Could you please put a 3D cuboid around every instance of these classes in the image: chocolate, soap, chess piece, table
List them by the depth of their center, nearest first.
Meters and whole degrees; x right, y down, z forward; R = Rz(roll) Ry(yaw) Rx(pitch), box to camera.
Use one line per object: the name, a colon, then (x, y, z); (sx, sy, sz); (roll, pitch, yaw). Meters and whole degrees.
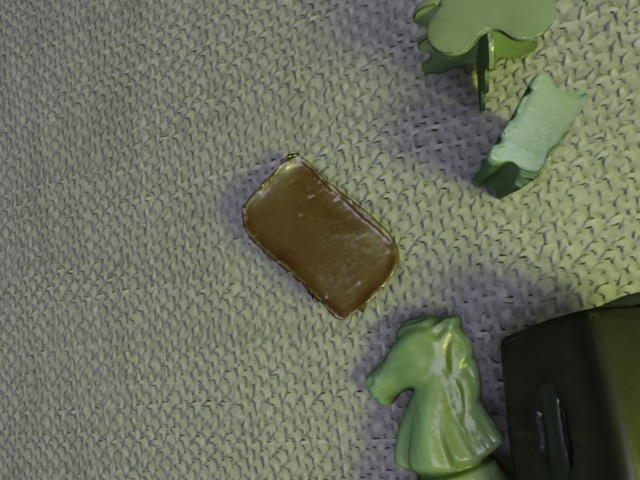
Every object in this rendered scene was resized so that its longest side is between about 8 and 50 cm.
soap: (0.257, -0.121, 0.562); (0.063, 0.198, 0.114); (31, 98, 12)
table: (0.213, -0.278, 0.579); (0.166, 0.198, 0.167); (-1, 88, 17)
chess piece: (0.167, 0.259, 0.617); (0.175, 0.176, 0.298); (-22, 69, 15)
chocolate: (-0.001, -0.001, 0.696); (0.161, 0.083, 0.261); (-43, 77, -7)

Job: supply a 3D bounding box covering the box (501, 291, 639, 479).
box: (0.327, 0.218, 0.480); (0.166, 0.220, 0.291); (8, 65, -10)
